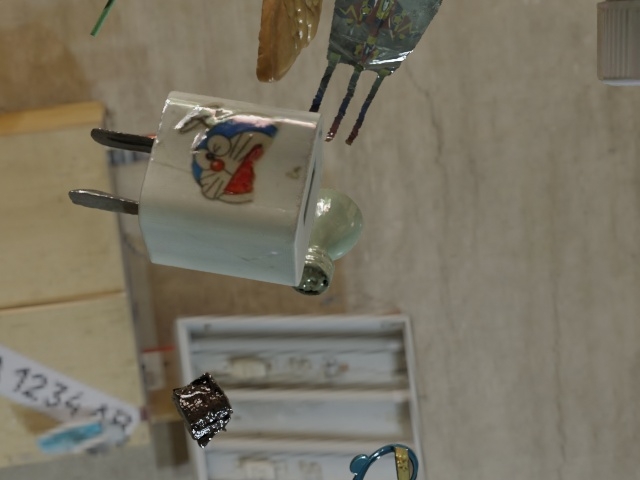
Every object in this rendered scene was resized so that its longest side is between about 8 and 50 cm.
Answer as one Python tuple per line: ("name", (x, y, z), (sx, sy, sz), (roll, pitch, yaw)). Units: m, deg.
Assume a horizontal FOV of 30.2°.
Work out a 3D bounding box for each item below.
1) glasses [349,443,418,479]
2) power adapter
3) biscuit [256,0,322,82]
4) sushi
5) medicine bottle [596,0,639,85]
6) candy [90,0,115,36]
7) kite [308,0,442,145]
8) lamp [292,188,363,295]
("glasses", (0.124, 0.448, 1.800), (0.207, 0.102, 0.239), (30, -73, 36))
("power adapter", (-0.107, -0.048, 1.010), (0.125, 0.205, 0.130), (90, 9, -65))
("biscuit", (-0.021, -0.245, 1.106), (0.162, 0.035, 0.250), (69, 30, -55))
("sushi", (-0.190, 0.273, 1.933), (0.098, 0.084, 0.094), (55, -16, 16))
("medicine bottle", (0.459, -0.400, 1.554), (0.242, 0.242, 0.395), (-149, -127, -79))
("candy", (-0.258, -0.418, 1.694), (0.288, 0.078, 0.084), (-63, -163, -6))
("kite", (0.051, -0.226, 1.491), (0.015, 0.141, 0.245), (-109, -143, -53))
("lamp", (0.000, 0.000, 1.720), (0.193, 0.106, 0.106), (-69, 164, -50))
